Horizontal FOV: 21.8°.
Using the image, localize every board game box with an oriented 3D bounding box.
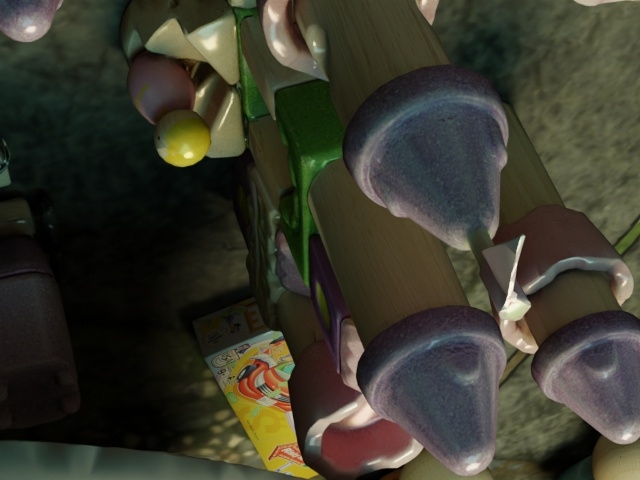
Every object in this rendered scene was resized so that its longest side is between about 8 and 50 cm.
[{"bbox_3d":[0.001,0.075,0.923,0.103,0.026,0.154,-23,142,1],"label":"board game box"}]

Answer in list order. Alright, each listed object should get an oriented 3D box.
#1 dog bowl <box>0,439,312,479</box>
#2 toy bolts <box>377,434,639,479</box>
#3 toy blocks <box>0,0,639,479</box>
[{"bbox_3d":[-0.121,0.188,0.779,0.348,0.102,0.349,3,157,1],"label":"dog bowl"},{"bbox_3d":[0.150,0.209,1.034,0.228,0.218,0.158,-18,140,-35],"label":"toy bolts"},{"bbox_3d":[0.000,0.000,0.642,0.308,0.260,0.289,-13,142,-11],"label":"toy blocks"}]
